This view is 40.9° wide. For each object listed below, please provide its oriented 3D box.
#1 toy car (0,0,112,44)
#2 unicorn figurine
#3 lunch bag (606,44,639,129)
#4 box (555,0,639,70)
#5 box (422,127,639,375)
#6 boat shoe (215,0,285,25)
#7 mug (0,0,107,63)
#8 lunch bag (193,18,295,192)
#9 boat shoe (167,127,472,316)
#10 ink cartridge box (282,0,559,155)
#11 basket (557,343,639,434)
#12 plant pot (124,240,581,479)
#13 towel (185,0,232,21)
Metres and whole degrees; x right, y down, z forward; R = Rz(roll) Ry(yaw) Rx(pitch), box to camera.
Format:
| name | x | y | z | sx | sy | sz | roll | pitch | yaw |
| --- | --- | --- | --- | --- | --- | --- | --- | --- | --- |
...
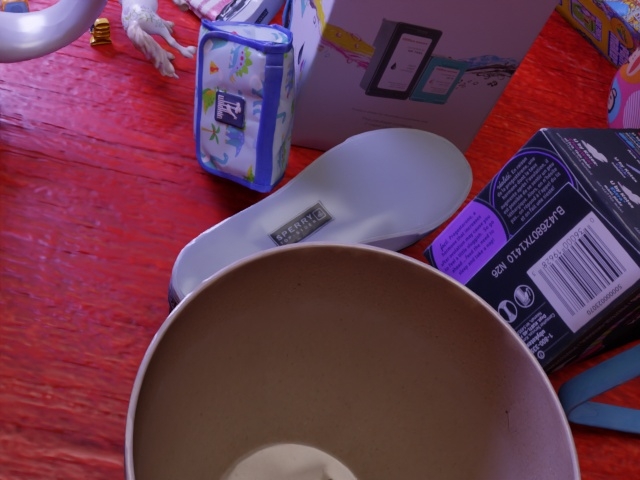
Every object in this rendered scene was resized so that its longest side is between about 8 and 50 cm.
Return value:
| name | x | y | z | sx | sy | sz | roll | pitch | yaw |
| --- | --- | --- | --- | --- | --- | --- | --- | --- | --- |
| toy car | -0.273 | -0.236 | 0.868 | 0.122 | 0.040 | 0.060 | 1 | 57 | -18 |
| unicorn figurine | -0.184 | -0.240 | 0.871 | 0.111 | 0.060 | 0.162 | 28 | 21 | -46 |
| lunch bag | 0.417 | -0.125 | 0.866 | 0.120 | 0.293 | 0.258 | 3 | 60 | -15 |
| box | 0.396 | -0.405 | 1.036 | 0.290 | 0.177 | 0.279 | -41 | 72 | 7 |
| box | 0.251 | 0.005 | 0.753 | 0.270 | 0.165 | 0.143 | -8 | 57 | -46 |
| boat shoe | -0.088 | -0.234 | 0.915 | 0.040 | 0.049 | 0.142 | 29 | 69 | 24 |
| mug | -0.344 | -0.216 | 0.650 | 0.374 | 0.328 | 0.276 | -6 | 59 | -22 |
| lunch bag | -0.064 | -0.125 | 0.771 | 0.096 | 0.129 | 0.151 | -2 | 22 | -20 |
| boat shoe | 0.002 | 0.003 | 0.757 | 0.306 | 0.105 | 0.113 | -35 | 77 | -27 |
| ink cartridge box | 0.085 | -0.239 | 0.846 | 0.197 | 0.270 | 0.198 | 8 | 54 | -13 |
| basket | 0.380 | 0.116 | 0.721 | 0.288 | 0.255 | 0.201 | 15 | 52 | -32 |
| plant pot | 0.003 | 0.169 | 0.587 | 0.284 | 0.191 | 0.284 | 9 | 55 | -13 |
| towel | -0.139 | -0.327 | 0.986 | 0.197 | 0.029 | 0.144 | 39 | 56 | 10 |
